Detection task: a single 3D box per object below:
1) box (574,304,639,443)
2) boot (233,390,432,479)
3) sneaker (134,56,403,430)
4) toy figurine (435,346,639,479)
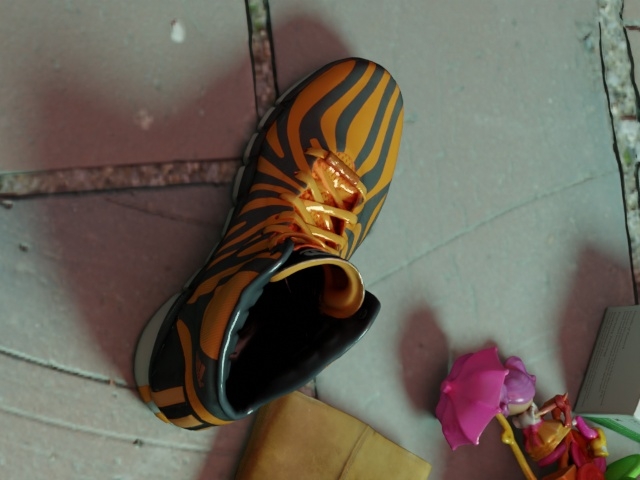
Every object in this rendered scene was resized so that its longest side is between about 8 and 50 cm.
[{"bbox_3d":[0.285,0.116,1.347,0.101,0.087,0.102,26,74,-22],"label":"box"},{"bbox_3d":[0.009,0.285,1.217,0.264,0.096,0.280,34,64,-12],"label":"boot"},{"bbox_3d":[0.000,0.000,1.166,0.124,0.180,0.321,34,72,-20],"label":"sneaker"},{"bbox_3d":[0.164,0.151,1.284,0.173,0.130,0.159,-34,91,-47],"label":"toy figurine"}]
